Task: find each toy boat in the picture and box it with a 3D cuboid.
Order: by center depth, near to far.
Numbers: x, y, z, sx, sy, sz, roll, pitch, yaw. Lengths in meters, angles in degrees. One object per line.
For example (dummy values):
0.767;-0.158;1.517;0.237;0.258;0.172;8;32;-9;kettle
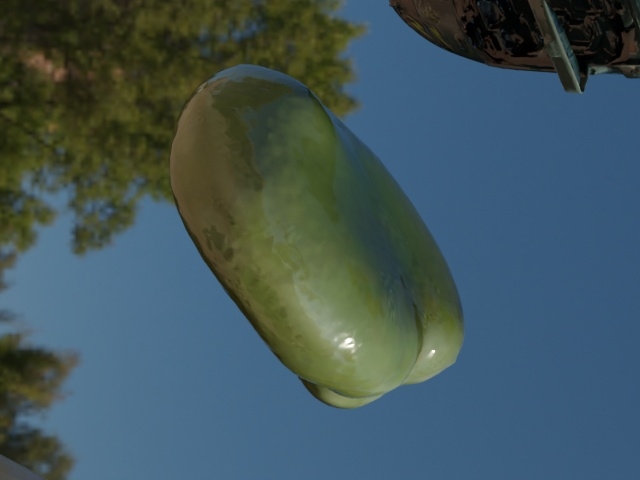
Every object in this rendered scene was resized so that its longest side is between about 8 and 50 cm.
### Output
0.114;-0.140;0.744;0.246;0.103;0.093;16;-41;55;toy boat

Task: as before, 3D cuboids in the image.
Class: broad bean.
0.000;0.000;0.649;0.228;0.100;0.169;42;26;-68;broad bean

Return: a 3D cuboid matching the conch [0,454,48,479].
-0.293;0.242;1.055;0.127;0.255;0.158;-56;180;24;conch
